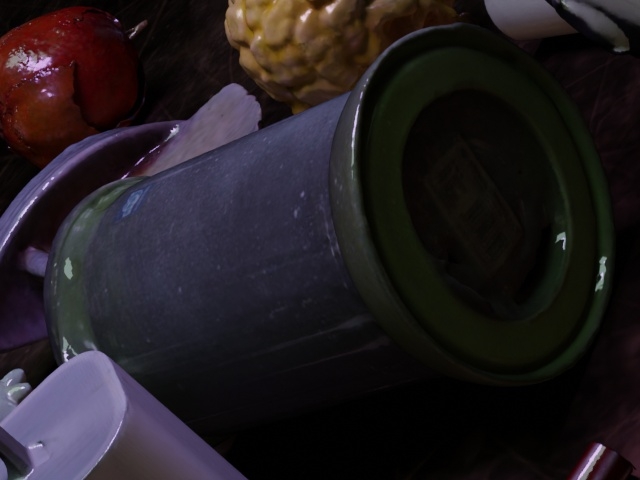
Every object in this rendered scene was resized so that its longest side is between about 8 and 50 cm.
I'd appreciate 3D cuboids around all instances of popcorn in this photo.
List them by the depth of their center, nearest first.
[{"bbox_3d":[0.021,-0.165,1.431,0.170,0.180,0.180,20,60,21],"label":"popcorn"}]

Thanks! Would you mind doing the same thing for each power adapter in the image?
[{"bbox_3d":[-0.132,0.170,1.043,0.187,0.255,0.124,-44,27,2],"label":"power adapter"}]

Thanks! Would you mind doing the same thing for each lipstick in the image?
[{"bbox_3d":[0.094,0.175,0.963,0.176,0.027,0.027,-53,26,-15],"label":"lipstick"}]

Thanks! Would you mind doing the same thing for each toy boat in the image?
[{"bbox_3d":[-0.133,-0.018,1.506,0.293,0.111,0.276,-12,32,46],"label":"toy boat"}]

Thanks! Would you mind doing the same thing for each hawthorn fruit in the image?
[{"bbox_3d":[-0.226,-0.146,1.824,0.172,0.148,0.148,-35,23,-8],"label":"hawthorn fruit"}]

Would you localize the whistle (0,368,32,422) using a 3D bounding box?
[{"bbox_3d":[-0.298,0.161,1.503,0.244,0.092,0.110,-21,44,39],"label":"whistle"}]

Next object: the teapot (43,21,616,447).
[{"bbox_3d":[0.000,0.000,1.197,0.337,0.200,0.270,-20,22,46],"label":"teapot"}]

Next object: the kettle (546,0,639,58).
[{"bbox_3d":[0.213,-0.241,1.112,0.324,0.321,0.228,-20,-15,-15],"label":"kettle"}]

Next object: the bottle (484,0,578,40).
[{"bbox_3d":[0.195,-0.175,1.297,0.201,0.072,0.072,-2,48,56],"label":"bottle"}]
